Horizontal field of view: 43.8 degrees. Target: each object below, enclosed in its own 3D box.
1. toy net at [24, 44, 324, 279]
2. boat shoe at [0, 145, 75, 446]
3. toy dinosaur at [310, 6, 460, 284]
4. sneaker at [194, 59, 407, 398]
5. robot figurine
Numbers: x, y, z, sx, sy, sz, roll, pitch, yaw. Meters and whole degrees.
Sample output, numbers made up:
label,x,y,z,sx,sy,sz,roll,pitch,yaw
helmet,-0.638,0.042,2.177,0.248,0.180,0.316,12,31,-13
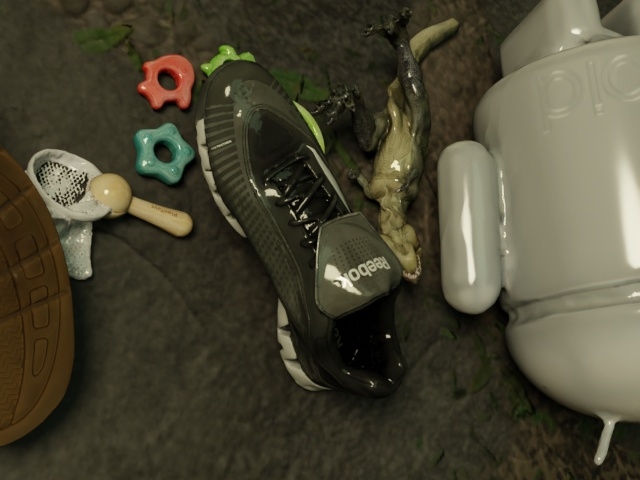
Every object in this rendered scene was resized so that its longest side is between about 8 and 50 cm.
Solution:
label,x,y,z,sx,sy,sz,roll,pitch,yaw
toy net,-0.110,-0.057,0.509,0.232,0.045,0.122,-26,92,-33
boat shoe,-0.218,-0.027,0.404,0.105,0.089,0.285,-33,108,-44
toy dinosaur,0.057,-0.101,0.608,0.118,0.064,0.268,46,49,-47
sneaker,0.000,0.000,0.485,0.078,0.106,0.234,-29,112,-26
robot figurine,0.229,-0.016,0.613,0.300,0.200,0.353,-5,79,-10
